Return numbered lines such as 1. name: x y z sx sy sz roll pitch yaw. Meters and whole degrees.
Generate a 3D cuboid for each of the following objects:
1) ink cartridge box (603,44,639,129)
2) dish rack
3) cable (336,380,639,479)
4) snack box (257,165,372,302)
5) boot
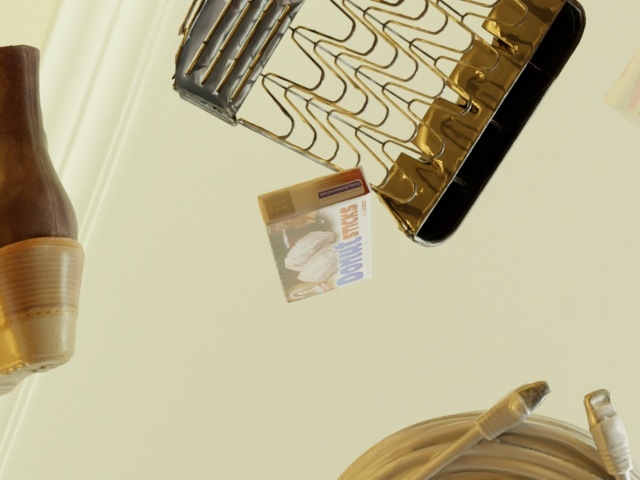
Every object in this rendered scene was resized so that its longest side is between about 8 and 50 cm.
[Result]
1. ink cartridge box: 0.321 -0.205 0.822 0.071 0.330 0.324 34 -80 1
2. dish rack: 0.039 -0.130 0.839 0.272 0.074 0.208 24 -80 -44
3. cable: 0.108 0.231 0.763 0.257 0.089 0.257 -26 -92 13
4. snack box: 0.000 0.000 0.783 0.064 0.178 0.022 -18 -107 -3
5. boot: -0.246 0.001 0.828 0.090 0.248 0.206 3 -107 -47
